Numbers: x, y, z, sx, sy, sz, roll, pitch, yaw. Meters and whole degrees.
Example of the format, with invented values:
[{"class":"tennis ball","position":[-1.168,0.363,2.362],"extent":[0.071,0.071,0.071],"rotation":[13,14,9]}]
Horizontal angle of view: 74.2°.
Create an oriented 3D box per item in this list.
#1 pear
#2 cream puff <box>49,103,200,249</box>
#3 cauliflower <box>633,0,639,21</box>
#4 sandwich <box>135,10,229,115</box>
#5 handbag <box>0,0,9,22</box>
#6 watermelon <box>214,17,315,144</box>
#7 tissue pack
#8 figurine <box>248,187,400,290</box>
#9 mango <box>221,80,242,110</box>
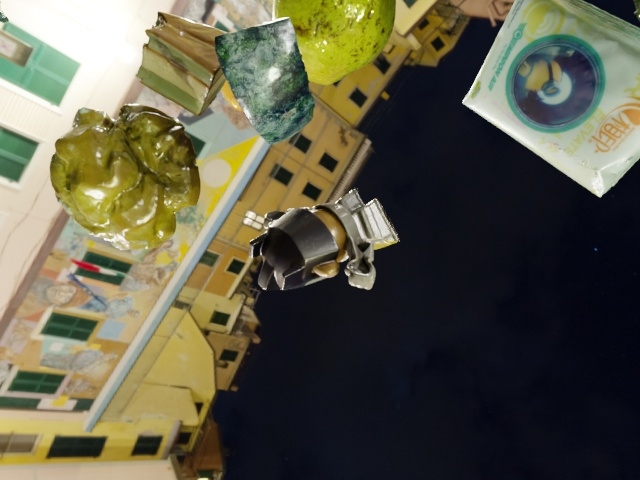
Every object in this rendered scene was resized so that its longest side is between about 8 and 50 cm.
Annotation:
[{"class":"pear","position":[0.033,-0.654,1.242],"extent":[0.391,0.391,0.390],"rotation":[-21,-123,37]},{"class":"cream puff","position":[-0.446,-0.176,1.050],"extent":[0.276,0.378,0.378],"rotation":[-18,-122,22]},{"class":"cauliflower","position":[0.570,-0.499,0.696],"extent":[0.239,0.256,0.315],"rotation":[18,-137,29]},{"class":"sandwich","position":[-0.334,-0.467,1.073],"extent":[0.155,0.198,0.227],"rotation":[-50,-163,40]},{"class":"handbag","position":[-0.672,-0.465,0.678],"extent":[0.268,0.274,0.100],"rotation":[47,-61,29]},{"class":"watermelon","position":[-0.094,-0.348,0.905],"extent":[0.148,0.318,0.226],"rotation":[-18,-114,9]},{"class":"tissue pack","position":[0.542,-0.324,0.907],"extent":[0.388,0.162,0.287],"rotation":[45,-33,22]},{"class":"figurine","position":[-0.002,-0.003,0.850],"extent":[0.309,0.309,0.143],"rotation":[12,-62,47]},{"class":"mango","position":[-0.290,-0.611,1.539],"extent":[0.294,0.177,0.120],"rotation":[100,10,-47]}]
